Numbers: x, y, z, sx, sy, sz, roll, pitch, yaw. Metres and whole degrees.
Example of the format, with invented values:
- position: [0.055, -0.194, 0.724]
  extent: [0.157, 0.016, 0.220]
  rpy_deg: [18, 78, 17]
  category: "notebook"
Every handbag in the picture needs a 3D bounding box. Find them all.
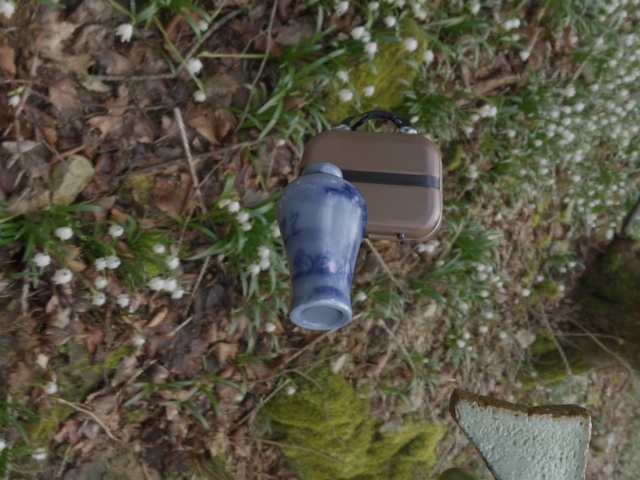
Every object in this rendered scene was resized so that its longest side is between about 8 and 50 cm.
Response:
- position: [0.104, -0.139, 1.248]
  extent: [0.149, 0.302, 0.283]
  rpy_deg: [44, 53, -73]
  category: "handbag"

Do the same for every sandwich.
- position: [0.391, 0.442, 1.232]
  extent: [0.289, 0.099, 0.254]
  rpy_deg: [10, 97, 2]
  category: "sandwich"

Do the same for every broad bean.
- position: [0.380, 0.678, 1.521]
  extent: [0.121, 0.189, 0.263]
  rpy_deg: [-41, 123, -23]
  category: "broad bean"

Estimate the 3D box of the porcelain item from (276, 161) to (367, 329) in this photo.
- position: [0.000, 0.000, 0.908]
  extent: [0.141, 0.141, 0.259]
  rpy_deg: [29, 48, -34]
  category: "porcelain item"
